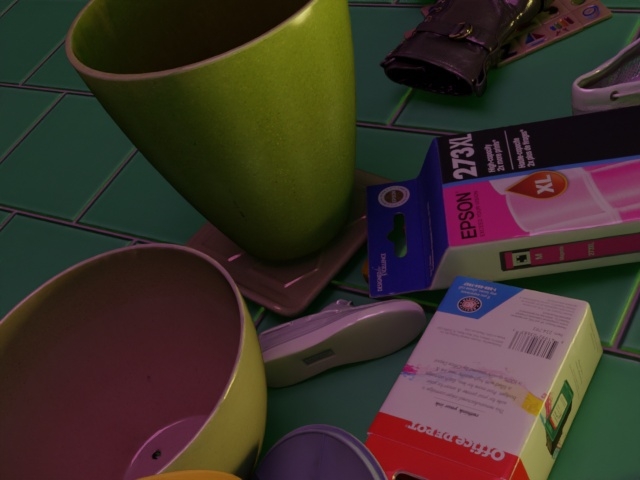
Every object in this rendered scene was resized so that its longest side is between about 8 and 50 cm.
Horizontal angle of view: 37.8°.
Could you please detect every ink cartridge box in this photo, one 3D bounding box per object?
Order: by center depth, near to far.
[{"bbox_3d":[0.136,0.149,0.806,0.134,0.078,0.231,12,54,36],"label":"ink cartridge box"},{"bbox_3d":[0.224,-0.046,0.938,0.370,0.069,0.176,-10,42,11],"label":"ink cartridge box"}]

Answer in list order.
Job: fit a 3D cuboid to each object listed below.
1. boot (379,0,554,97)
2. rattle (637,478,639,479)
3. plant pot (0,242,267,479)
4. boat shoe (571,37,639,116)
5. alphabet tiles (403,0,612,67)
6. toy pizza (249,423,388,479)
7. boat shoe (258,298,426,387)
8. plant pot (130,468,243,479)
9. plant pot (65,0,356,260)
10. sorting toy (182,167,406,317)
[{"bbox_3d":[0.154,-0.290,1.213,0.263,0.091,0.229,25,62,39],"label":"boot"},{"bbox_3d":[0.203,0.207,0.677,0.199,0.143,0.130,-36,24,-2],"label":"rattle"},{"bbox_3d":[-0.162,0.171,0.851,0.284,0.191,0.284,-15,43,14],"label":"plant pot"},{"bbox_3d":[0.393,-0.202,1.013,0.277,0.096,0.098,-33,42,-7],"label":"boat shoe"},{"bbox_3d":[0.237,-0.297,1.253,0.237,0.009,0.198,-24,42,3],"label":"alphabet tiles"},{"bbox_3d":[0.000,0.250,0.750,0.201,0.032,0.201,-18,66,46],"label":"toy pizza"},{"bbox_3d":[0.016,0.092,0.943,0.184,0.066,0.063,-26,42,16],"label":"boat shoe"},{"bbox_3d":[-0.128,0.327,0.639,0.291,0.291,0.203,-32,60,-6],"label":"plant pot"},{"bbox_3d":[-0.073,-0.127,0.970,0.274,0.294,0.275,-12,40,10],"label":"plant pot"},{"bbox_3d":[0.000,0.000,1.059,0.307,0.041,0.229,23,57,40],"label":"sorting toy"}]
